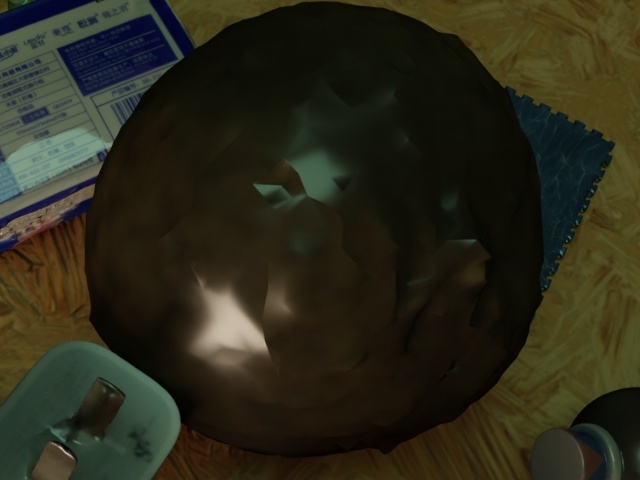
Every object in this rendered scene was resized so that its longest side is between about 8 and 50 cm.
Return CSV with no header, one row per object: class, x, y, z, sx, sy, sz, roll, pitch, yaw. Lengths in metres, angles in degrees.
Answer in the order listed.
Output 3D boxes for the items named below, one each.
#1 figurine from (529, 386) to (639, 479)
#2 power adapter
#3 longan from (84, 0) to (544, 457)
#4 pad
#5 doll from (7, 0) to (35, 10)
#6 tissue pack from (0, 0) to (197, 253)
figurine,0.316,0.199,1.152,0.276,0.158,0.161,-9,107,-12
power adapter,-0.203,0.184,0.972,0.124,0.255,0.187,33,50,0
longan,0.000,0.000,1.087,0.391,0.391,0.391,2,66,-5
pad,0.136,-0.059,1.328,0.269,0.012,0.269,26,66,6
doll,-0.295,-0.290,1.364,0.115,0.050,0.190,1,62,1
tissue pack,-0.246,-0.123,1.250,0.270,0.137,0.209,-27,71,-20
